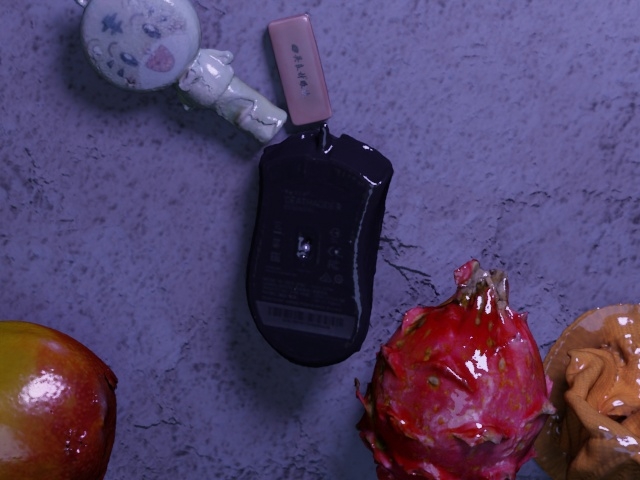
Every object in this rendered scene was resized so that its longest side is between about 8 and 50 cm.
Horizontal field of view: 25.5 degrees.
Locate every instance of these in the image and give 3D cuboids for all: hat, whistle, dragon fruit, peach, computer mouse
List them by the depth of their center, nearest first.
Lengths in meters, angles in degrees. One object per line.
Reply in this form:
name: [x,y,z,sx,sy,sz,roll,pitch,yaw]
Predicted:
whistle: [-0.147,-0.190,1.486,0.258,0.067,0.126,35,117,-13]
hat: [0.349,0.213,1.510,0.244,0.233,0.233,-7,107,4]
dragon fruit: [0.152,0.157,1.519,0.205,0.210,0.268,12,101,-21]
peach: [-0.330,0.198,1.527,0.231,0.231,0.231,0,106,0]
computer mouse: [0.000,0.000,1.527,0.147,0.088,0.264,11,107,14]

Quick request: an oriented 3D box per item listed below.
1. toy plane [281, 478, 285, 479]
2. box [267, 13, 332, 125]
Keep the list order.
toy plane: [-0.035,0.327,1.645,0.111,0.040,0.102,-30,102,10]
box: [-0.021,-0.181,1.506,0.048,0.025,0.115,-12,105,2]
